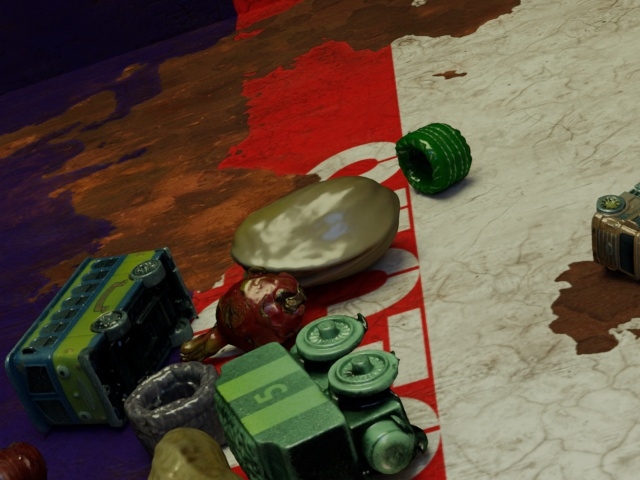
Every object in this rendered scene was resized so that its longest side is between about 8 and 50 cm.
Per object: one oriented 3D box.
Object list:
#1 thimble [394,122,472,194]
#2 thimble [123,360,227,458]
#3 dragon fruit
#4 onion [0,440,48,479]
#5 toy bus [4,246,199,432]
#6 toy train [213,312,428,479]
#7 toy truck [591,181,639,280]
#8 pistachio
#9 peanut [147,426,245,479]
[{"bbox_3d":[0.196,-0.145,2.403,0.090,0.118,0.130,-30,46,-24],"label":"thimble"},{"bbox_3d":[-0.198,0.249,1.979,0.150,0.098,0.150,-17,26,9],"label":"thimble"},{"bbox_3d":[-0.125,0.130,2.141,0.246,0.125,0.125,-35,-9,18],"label":"dragon fruit"},{"bbox_3d":[-0.446,0.370,1.912,0.184,0.147,0.184,-40,-12,-10],"label":"onion"},{"bbox_3d":[-0.342,0.156,2.199,0.190,0.152,0.312,-7,30,25],"label":"toy bus"},{"bbox_3d":[-0.006,0.224,1.797,0.238,0.167,0.299,-24,25,-15],"label":"toy train"},{"bbox_3d":[0.517,-0.041,1.990,0.256,0.108,0.140,-32,42,-27],"label":"toy truck"},{"bbox_3d":[0.000,0.000,2.227,0.288,0.166,0.197,-28,37,2],"label":"pistachio"},{"bbox_3d":[-0.153,0.335,1.772,0.125,0.111,0.274,-32,28,-11],"label":"peanut"}]
